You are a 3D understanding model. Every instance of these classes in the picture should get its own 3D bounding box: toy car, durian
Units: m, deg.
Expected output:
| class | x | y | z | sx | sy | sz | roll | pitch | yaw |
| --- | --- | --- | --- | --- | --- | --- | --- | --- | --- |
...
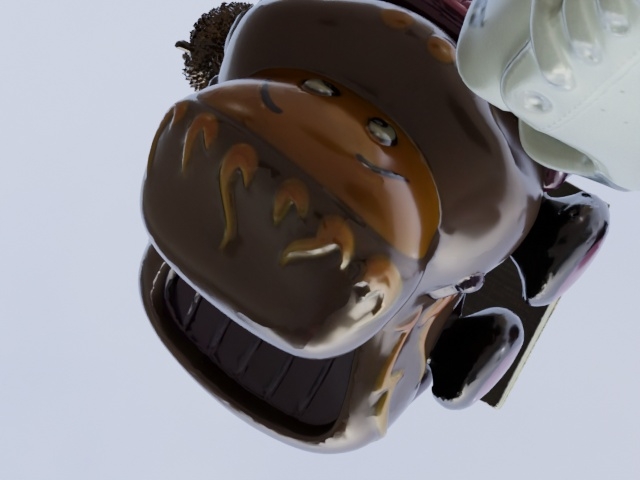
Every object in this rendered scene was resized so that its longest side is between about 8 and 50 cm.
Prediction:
| class | x | y | z | sx | sy | sz | roll | pitch | yaw |
| --- | --- | --- | --- | --- | --- | --- | --- | --- | --- |
| toy car | 0.000 | 0.000 | 1.005 | 0.271 | 0.240 | 0.340 | 39 | -48 | 13 |
| durian | -0.063 | -0.136 | 1.177 | 0.080 | 0.091 | 0.080 | -28 | -124 | 52 |

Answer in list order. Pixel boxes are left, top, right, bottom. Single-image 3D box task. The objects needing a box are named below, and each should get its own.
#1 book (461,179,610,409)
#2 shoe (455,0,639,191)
| class | x | y | z | sx | sy | sz | roll | pitch | yaw |
| --- | --- | --- | --- | --- | --- | --- | --- | --- | --- |
| book | 0.155 | 0.027 | 1.560 | 0.160 | 0.024 | 0.228 | 31 | -75 | 22 |
| shoe | 0.122 | -0.102 | 0.566 | 0.160 | 0.363 | 0.131 | 0 | -106 | 11 |
